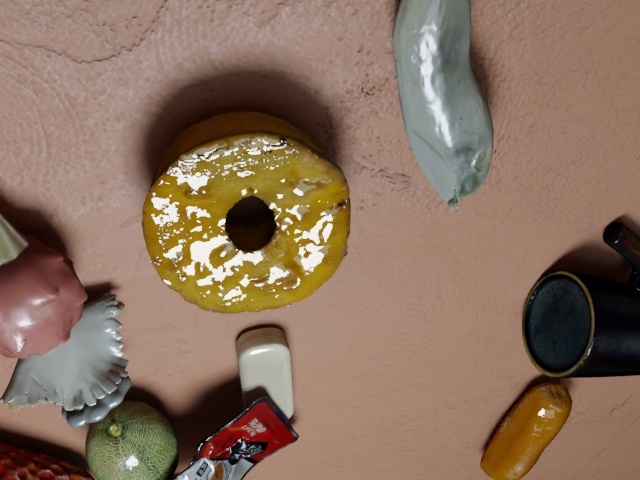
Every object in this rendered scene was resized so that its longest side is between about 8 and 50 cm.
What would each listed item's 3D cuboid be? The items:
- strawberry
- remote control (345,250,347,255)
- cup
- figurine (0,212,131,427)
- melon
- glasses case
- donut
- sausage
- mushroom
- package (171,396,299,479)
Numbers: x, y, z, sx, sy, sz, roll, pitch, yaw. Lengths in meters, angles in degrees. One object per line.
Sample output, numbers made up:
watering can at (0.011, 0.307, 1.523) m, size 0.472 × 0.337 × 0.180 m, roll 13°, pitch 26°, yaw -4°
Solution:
strawberry at (-0.499, 0.382, 1.415) m, size 0.280 × 0.150 × 0.253 m, roll -16°, pitch 153°, yaw -4°
remote control at (0.000, 0.000, 1.293) m, size 0.039 × 0.014 × 0.096 m, roll -32°, pitch 132°, yaw 15°
cup at (0.451, 0.110, 1.410) m, size 0.177 × 0.166 × 0.239 m, roll 8°, pitch 129°, yaw -25°
figurine at (-0.376, 0.096, 1.196) m, size 0.207 × 0.166 × 0.387 m, roll -44°, pitch 134°, yaw -22°
melon at (-0.291, 0.321, 1.412) m, size 0.139 × 0.139 × 0.192 m, roll -17°, pitch 143°, yaw 0°
glasses case at (-0.086, 0.217, 1.435) m, size 0.083 × 0.050 × 0.196 m, roll -10°, pitch 133°, yaw -10°
donut at (-0.093, -0.042, 1.163) m, size 0.278 × 0.108 × 0.277 m, roll -5°, pitch 129°, yaw -7°
sausage at (0.367, 0.350, 1.645) m, size 0.098 × 0.098 × 0.238 m, roll 11°, pitch 126°, yaw -23°
mushroom at (0.148, -0.192, 1.112) m, size 0.109 × 0.097 × 0.351 m, roll -17°, pitch 130°, yaw 0°
package at (-0.165, 0.361, 1.445) m, size 0.269 × 0.071 × 0.194 m, roll -43°, pitch 155°, yaw -9°
